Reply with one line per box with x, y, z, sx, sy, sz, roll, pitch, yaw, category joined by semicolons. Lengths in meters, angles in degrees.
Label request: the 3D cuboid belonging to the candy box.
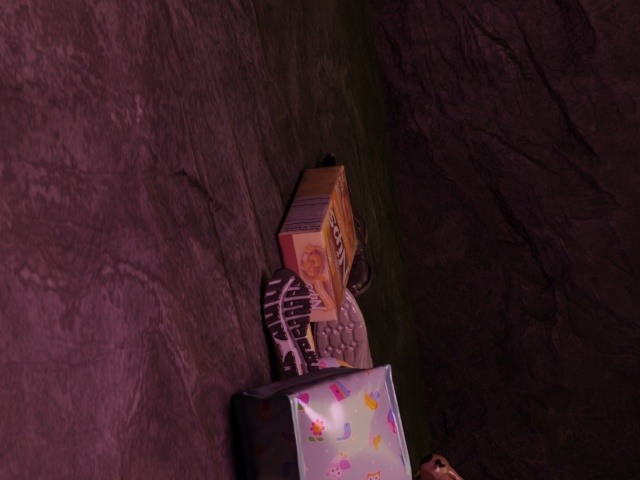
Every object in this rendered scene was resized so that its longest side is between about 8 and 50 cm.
0.000;0.000;2.066;0.316;0.088;0.183;-73;155;-63;candy box

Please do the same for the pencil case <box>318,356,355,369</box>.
0.002;0.292;1.839;0.273;0.124;0.113;-52;143;-73;pencil case

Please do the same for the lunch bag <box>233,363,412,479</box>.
0.009;0.327;1.583;0.223;0.160;0.262;-11;93;-42;lunch bag

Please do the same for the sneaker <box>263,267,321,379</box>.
-0.052;0.148;1.800;0.094;0.081;0.208;-170;-108;-82;sneaker

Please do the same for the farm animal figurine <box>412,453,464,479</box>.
0.179;0.616;2.346;0.330;0.172;0.327;-54;158;-9;farm animal figurine

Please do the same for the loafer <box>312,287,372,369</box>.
0.046;0.231;2.162;0.111;0.112;0.319;-104;-175;-71;loafer

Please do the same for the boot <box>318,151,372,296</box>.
0.036;-0.033;2.316;0.263;0.091;0.229;-90;162;-45;boot
